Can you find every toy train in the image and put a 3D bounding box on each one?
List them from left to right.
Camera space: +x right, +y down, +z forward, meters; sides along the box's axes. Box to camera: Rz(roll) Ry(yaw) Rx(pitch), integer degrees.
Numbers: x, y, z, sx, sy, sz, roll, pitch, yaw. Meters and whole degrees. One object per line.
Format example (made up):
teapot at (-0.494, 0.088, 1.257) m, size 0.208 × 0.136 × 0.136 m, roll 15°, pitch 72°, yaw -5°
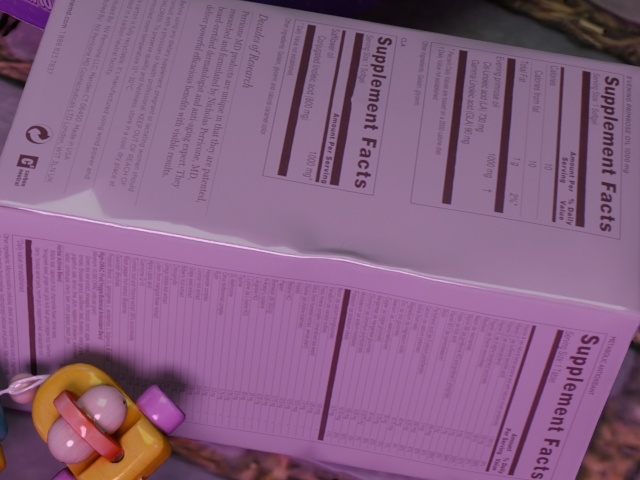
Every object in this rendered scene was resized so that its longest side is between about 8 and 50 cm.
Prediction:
toy train at (-0.117, 0.099, 0.645) m, size 0.166 × 0.046 × 0.125 m, roll 18°, pitch 78°, yaw 13°

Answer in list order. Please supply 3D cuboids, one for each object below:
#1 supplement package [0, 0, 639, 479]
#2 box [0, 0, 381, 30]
supplement package at (0.000, 0.000, 0.711) m, size 0.244 × 0.139 × 0.133 m, roll 10°, pitch 50°, yaw 0°
box at (-0.021, -0.183, 0.879) m, size 0.293 × 0.057 × 0.201 m, roll -35°, pitch 42°, yaw -31°
